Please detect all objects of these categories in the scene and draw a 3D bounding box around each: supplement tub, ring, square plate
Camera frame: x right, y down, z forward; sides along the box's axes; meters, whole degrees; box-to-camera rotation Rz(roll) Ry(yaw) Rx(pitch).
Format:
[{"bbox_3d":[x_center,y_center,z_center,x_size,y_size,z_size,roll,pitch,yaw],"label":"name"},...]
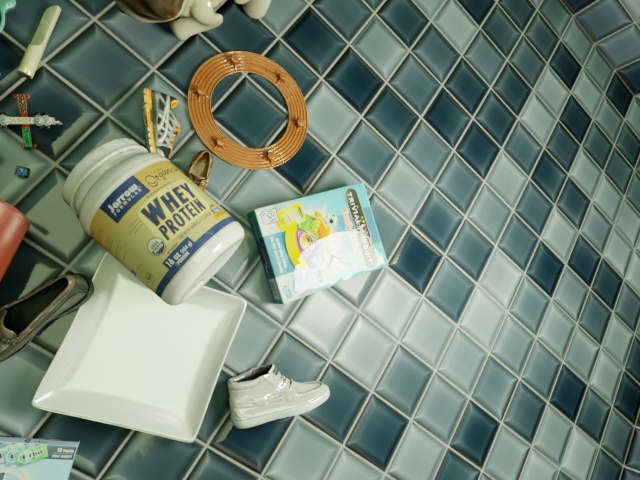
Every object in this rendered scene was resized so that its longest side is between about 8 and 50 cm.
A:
[{"bbox_3d":[-0.349,-0.041,0.867,0.316,0.228,0.228,42,69,-2],"label":"supplement tub"},{"bbox_3d":[-0.187,-0.360,1.103,0.337,0.032,0.335,3,83,-25],"label":"ring"},{"bbox_3d":[-0.389,0.244,0.928,0.344,0.049,0.346,25,74,-19],"label":"square plate"}]

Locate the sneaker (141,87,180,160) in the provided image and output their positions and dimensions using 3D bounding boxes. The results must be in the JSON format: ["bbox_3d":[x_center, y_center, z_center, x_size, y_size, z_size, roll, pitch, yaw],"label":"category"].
[{"bbox_3d":[-0.380,-0.263,0.977,0.083,0.084,0.214,-4,84,-30],"label":"sneaker"}]

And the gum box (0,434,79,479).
[{"bbox_3d":[-0.598,0.496,0.807,0.157,0.041,0.184,17,76,-22],"label":"gum box"}]

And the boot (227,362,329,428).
[{"bbox_3d":[-0.102,0.369,1.016,0.259,0.095,0.123,-9,95,-24],"label":"boot"}]

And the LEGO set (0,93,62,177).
[{"bbox_3d":[-0.691,-0.251,0.850,0.244,0.060,0.182,45,79,-21],"label":"LEGO set"}]

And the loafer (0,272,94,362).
[{"bbox_3d":[-0.596,0.150,0.805,0.268,0.084,0.096,-38,81,-15],"label":"loafer"}]

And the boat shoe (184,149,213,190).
[{"bbox_3d":[-0.314,-0.146,1.002,0.064,0.060,0.177,23,75,-21],"label":"boat shoe"}]

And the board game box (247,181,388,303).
[{"bbox_3d":[0.000,0.000,1.118,0.337,0.079,0.253,-18,91,-25],"label":"board game box"}]

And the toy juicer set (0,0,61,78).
[{"bbox_3d":[-0.726,-0.430,0.834,0.330,0.090,0.208,-5,85,-25],"label":"toy juicer set"}]

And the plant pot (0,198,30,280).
[{"bbox_3d":[-0.691,0.032,0.713,0.273,0.272,0.264,27,66,-20],"label":"plant pot"}]

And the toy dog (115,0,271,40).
[{"bbox_3d":[-0.291,-0.623,0.901,0.408,0.396,0.284,-46,112,-31],"label":"toy dog"}]
